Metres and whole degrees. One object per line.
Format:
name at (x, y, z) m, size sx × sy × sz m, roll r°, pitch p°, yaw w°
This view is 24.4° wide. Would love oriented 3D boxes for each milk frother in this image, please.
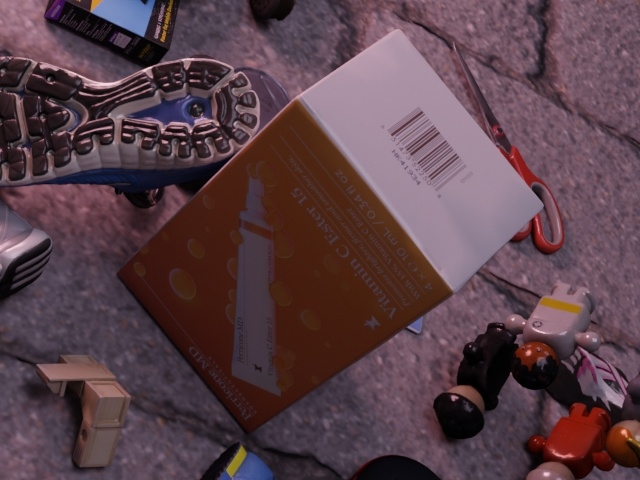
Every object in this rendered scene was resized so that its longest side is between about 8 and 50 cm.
milk frother at (-0.123, -0.101, 1.514) m, size 0.129 × 0.135 × 0.143 m, roll 33°, pitch 49°, yaw -15°

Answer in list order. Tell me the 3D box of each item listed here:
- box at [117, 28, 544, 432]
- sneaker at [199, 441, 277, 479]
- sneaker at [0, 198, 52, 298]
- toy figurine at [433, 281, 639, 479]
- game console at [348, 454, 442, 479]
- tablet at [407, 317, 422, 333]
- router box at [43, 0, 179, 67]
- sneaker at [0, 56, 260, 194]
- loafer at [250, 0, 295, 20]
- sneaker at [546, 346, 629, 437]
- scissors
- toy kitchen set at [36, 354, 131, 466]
box at (0.000, 0.000, 1.396) m, size 0.215 × 0.345 × 0.168 m, roll 50°, pitch 46°, yaw 1°
sneaker at (-0.099, 0.277, 1.344) m, size 0.082 × 0.069 × 0.209 m, roll 47°, pitch 46°, yaw -9°
sneaker at (-0.361, 0.018, 1.313) m, size 0.132 × 0.086 × 0.229 m, roll 46°, pitch 45°, yaw 15°
toy figurine at (0.251, 0.172, 1.574) m, size 0.213 × 0.209 × 0.148 m, roll 43°, pitch 52°, yaw -6°
game console at (0.117, 0.430, 1.417) m, size 0.386 × 0.060 × 0.342 m, roll 44°, pitch 46°, yaw -5°
tablet at (0.081, 0.066, 1.652) m, size 0.083 × 0.006 × 0.054 m, roll 29°, pitch 49°, yaw -20°
router box at (-0.218, -0.289, 1.621) m, size 0.133 × 0.046 × 0.179 m, roll 23°, pitch 51°, yaw -22°
sneaker at (-0.222, -0.091, 1.408) m, size 0.330 × 0.147 × 0.129 m, roll 1°, pitch 71°, yaw -1°
loafer at (-0.025, -0.340, 1.773) m, size 0.078 × 0.080 × 0.220 m, roll 28°, pitch 50°, yaw -19°
sneaker at (0.315, 0.162, 1.736) m, size 0.178 × 0.072 × 0.077 m, roll 53°, pitch 33°, yaw -8°
scissors at (0.236, -0.119, 1.877) m, size 0.109 × 0.021 × 0.297 m, roll 5°, pitch 60°, yaw -32°
toy kitchen set at (-0.229, 0.153, 1.350) m, size 0.068 × 0.075 × 0.083 m, roll 4°, pitch 21°, yaw -39°
